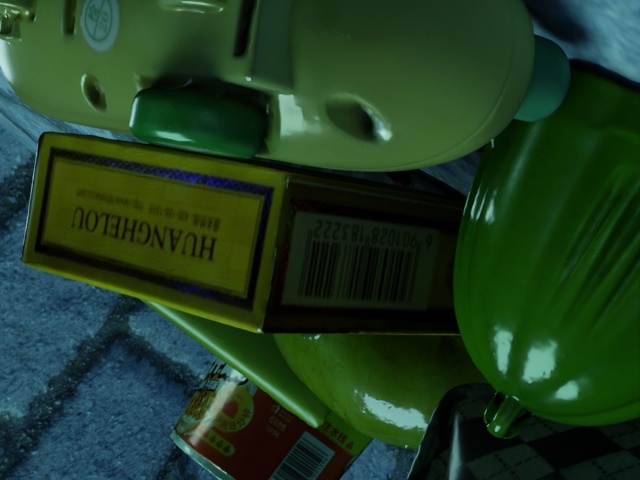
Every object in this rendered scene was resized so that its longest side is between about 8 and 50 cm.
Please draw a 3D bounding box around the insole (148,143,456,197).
[{"bbox_3d":[-0.020,-0.052,0.988,0.309,0.110,0.012,27,-166,27],"label":"insole"}]

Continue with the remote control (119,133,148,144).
[{"bbox_3d":[-0.194,-0.138,1.327,0.140,0.056,0.296,28,167,33],"label":"remote control"}]

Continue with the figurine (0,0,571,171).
[{"bbox_3d":[-0.037,-0.102,0.624,0.324,0.124,0.222,10,-177,44],"label":"figurine"}]

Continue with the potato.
[{"bbox_3d":[0.068,0.072,1.003,0.253,0.186,0.148,16,-177,32],"label":"potato"}]

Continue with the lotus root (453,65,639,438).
[{"bbox_3d":[0.134,0.030,0.622,0.186,0.186,0.186,35,171,7],"label":"lotus root"}]

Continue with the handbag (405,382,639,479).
[{"bbox_3d":[0.277,0.244,0.724,0.316,0.180,0.416,-7,139,39],"label":"handbag"}]

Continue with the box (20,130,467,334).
[{"bbox_3d":[0.000,0.000,0.743,0.192,0.084,0.301,13,-175,39],"label":"box"}]

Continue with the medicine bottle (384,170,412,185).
[{"bbox_3d":[0.007,-0.096,0.803,0.057,0.058,0.199,25,166,50],"label":"medicine bottle"}]

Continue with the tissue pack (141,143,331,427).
[{"bbox_3d":[-0.067,0.014,1.168,0.274,0.200,0.167,39,172,-17],"label":"tissue pack"}]

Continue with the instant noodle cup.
[{"bbox_3d":[-0.030,0.198,1.612,0.294,0.308,0.294,36,171,7],"label":"instant noodle cup"}]
